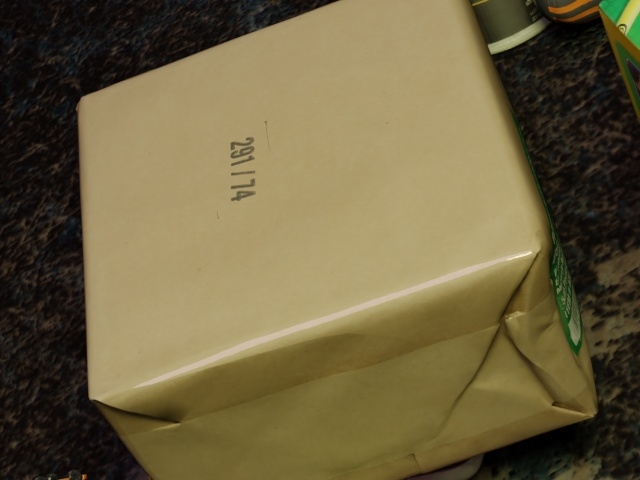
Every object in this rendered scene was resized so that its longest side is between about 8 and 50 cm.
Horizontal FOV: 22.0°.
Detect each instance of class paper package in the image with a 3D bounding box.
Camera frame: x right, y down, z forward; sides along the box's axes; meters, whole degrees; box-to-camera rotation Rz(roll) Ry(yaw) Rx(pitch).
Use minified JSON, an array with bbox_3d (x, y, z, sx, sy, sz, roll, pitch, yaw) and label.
[{"bbox_3d":[0.000,0.000,1.132,0.309,0.168,0.325,-20,41,8],"label":"paper package"}]

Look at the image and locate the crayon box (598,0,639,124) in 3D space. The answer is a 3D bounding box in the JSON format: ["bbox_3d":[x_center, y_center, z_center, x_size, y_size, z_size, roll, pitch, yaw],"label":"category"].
[{"bbox_3d":[0.279,-0.039,1.023,0.081,0.278,0.165,-35,50,0],"label":"crayon box"}]

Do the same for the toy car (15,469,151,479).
[{"bbox_3d":[-0.170,0.188,1.219,0.122,0.060,0.041,-11,85,26],"label":"toy car"}]

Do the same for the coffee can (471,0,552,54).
[{"bbox_3d":[0.087,-0.304,1.298,0.201,0.275,0.202,-12,54,17],"label":"coffee can"}]

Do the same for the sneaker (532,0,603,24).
[{"bbox_3d":[0.321,-0.250,1.252,0.321,0.124,0.180,-38,49,-4],"label":"sneaker"}]

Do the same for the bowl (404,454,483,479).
[{"bbox_3d":[0.054,0.118,1.164,0.142,0.053,0.142,-10,55,18],"label":"bowl"}]
